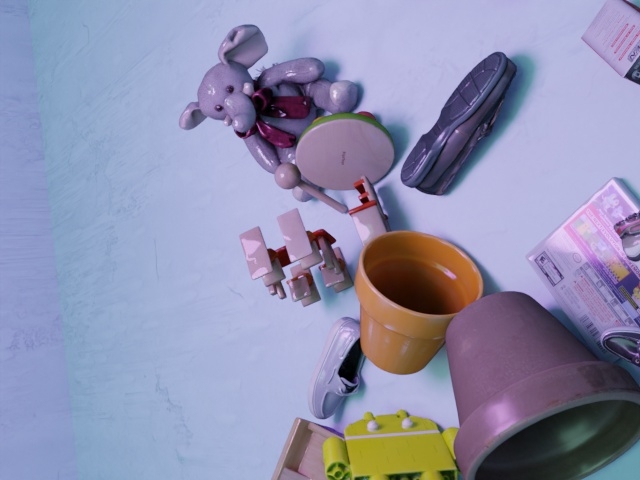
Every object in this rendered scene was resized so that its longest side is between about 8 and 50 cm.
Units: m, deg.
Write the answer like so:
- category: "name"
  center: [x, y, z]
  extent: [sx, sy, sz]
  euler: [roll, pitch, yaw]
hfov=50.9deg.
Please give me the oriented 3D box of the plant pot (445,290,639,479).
- category: "plant pot"
  center: [0.286, 0.200, 0.954]
  extent: [0.263, 0.263, 0.229]
  euler: [-56, 36, 34]

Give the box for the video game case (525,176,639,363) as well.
- category: "video game case"
  center: [0.410, 0.045, 0.948]
  extent: [0.183, 0.023, 0.201]
  euler: [-52, 54, 37]

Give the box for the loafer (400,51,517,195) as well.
- category: "loafer"
  center: [0.237, -0.184, 1.108]
  extent: [0.267, 0.084, 0.096]
  euler: [-53, 24, 32]

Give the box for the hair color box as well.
- category: "hair color box"
  center: [0.403, -0.263, 0.879]
  extent: [0.141, 0.043, 0.072]
  euler: [-95, 29, -53]

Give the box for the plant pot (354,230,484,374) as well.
- category: "plant pot"
  center: [0.147, 0.119, 1.135]
  extent: [0.205, 0.205, 0.188]
  euler: [48, 141, 36]

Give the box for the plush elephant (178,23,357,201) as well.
- category: "plush elephant"
  center: [-0.130, -0.276, 1.367]
  extent: [0.330, 0.255, 0.272]
  euler: [52, 128, 34]

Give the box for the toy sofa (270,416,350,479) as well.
- category: "toy sofa"
  center: [0.093, 0.468, 1.258]
  extent: [0.362, 0.177, 0.150]
  euler: [10, 74, 48]

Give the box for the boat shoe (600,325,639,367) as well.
- category: "boat shoe"
  center: [0.439, 0.151, 0.882]
  extent: [0.142, 0.040, 0.049]
  euler: [16, 115, 33]

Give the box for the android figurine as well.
- category: "android figurine"
  center: [0.128, 0.358, 1.129]
  extent: [0.273, 0.248, 0.056]
  euler: [-97, 4, -77]

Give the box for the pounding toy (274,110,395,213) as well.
- category: "pounding toy"
  center: [0.032, -0.179, 1.284]
  extent: [0.237, 0.183, 0.110]
  euler: [-47, 33, 43]

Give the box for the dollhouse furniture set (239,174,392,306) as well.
- category: "dollhouse furniture set"
  center: [0.000, 0.000, 1.262]
  extent: [0.259, 0.262, 0.135]
  euler: [-25, 68, 11]

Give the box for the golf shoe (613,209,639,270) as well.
- category: "golf shoe"
  center: [0.472, -0.021, 0.838]
  extent: [0.186, 0.067, 0.086]
  euler: [-28, 82, 35]

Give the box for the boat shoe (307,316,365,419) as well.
- category: "boat shoe"
  center: [0.039, 0.267, 1.336]
  extent: [0.081, 0.079, 0.227]
  euler: [33, 112, 48]
